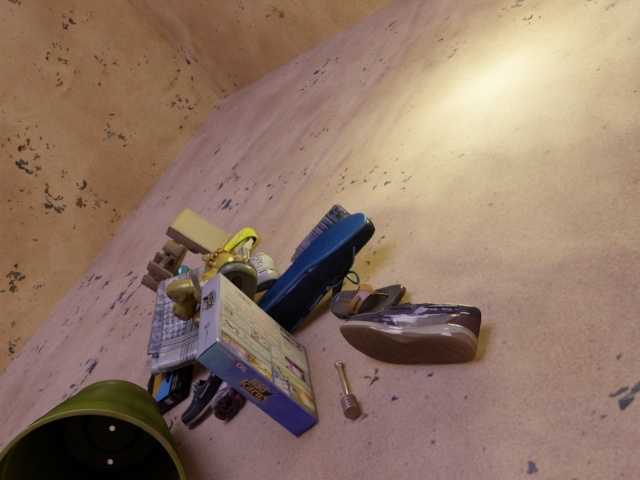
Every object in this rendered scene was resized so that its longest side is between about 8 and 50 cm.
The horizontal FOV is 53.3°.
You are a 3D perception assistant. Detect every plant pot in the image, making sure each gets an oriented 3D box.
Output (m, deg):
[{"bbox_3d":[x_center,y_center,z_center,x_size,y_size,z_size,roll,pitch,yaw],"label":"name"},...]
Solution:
[{"bbox_3d":[-0.464,0.463,1.355,0.366,0.366,0.353,-45,13,-1],"label":"plant pot"}]

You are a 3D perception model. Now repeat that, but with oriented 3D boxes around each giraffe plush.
[{"bbox_3d":[-0.270,0.102,1.602,0.170,0.181,0.210,-60,-10,-45],"label":"giraffe plush"}]

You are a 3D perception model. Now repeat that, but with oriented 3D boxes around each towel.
[{"bbox_3d":[-0.326,0.185,1.712,0.324,0.056,0.312,-22,49,19],"label":"towel"}]

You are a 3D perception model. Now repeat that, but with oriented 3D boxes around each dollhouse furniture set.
[{"bbox_3d":[-0.396,0.042,1.931,0.242,0.161,0.212,-55,5,45],"label":"dollhouse furniture set"}]

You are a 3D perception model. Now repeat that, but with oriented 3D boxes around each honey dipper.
[{"bbox_3d":[0.044,0.275,1.202,0.030,0.030,0.161,-41,22,8],"label":"honey dipper"}]

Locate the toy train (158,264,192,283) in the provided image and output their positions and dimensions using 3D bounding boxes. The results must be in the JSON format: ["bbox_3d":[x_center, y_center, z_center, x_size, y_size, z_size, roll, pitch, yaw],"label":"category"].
[{"bbox_3d":[-0.518,0.138,2.133,0.248,0.143,0.105,-23,32,39],"label":"toy train"}]

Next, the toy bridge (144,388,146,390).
[{"bbox_3d":[-0.478,0.442,1.649,0.063,0.026,0.188,-89,25,-54],"label":"toy bridge"}]

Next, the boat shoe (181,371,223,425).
[{"bbox_3d":[-0.271,0.344,1.505,0.206,0.065,0.075,-50,13,5],"label":"boat shoe"}]

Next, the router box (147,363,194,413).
[{"bbox_3d":[-0.402,0.374,1.705,0.133,0.046,0.179,-36,26,17],"label":"router box"}]

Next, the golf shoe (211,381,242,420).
[{"bbox_3d":[-0.180,0.312,1.438,0.186,0.067,0.086,-46,23,-3],"label":"golf shoe"}]

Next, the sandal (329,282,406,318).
[{"bbox_3d":[0.086,0.120,1.338,0.219,0.060,0.090,-5,46,55],"label":"sandal"}]

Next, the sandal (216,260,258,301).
[{"bbox_3d":[-0.204,0.177,1.463,0.120,0.303,0.086,-2,41,-12],"label":"sandal"}]

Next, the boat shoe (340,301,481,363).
[{"bbox_3d":[0.159,0.156,1.132,0.285,0.103,0.092,-8,38,47],"label":"boat shoe"}]

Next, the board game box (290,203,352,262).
[{"bbox_3d":[0.000,0.000,1.592,0.194,0.060,0.194,-50,-2,6],"label":"board game box"}]

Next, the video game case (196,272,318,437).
[{"bbox_3d":[-0.126,0.220,1.256,0.061,0.269,0.244,-40,25,11],"label":"video game case"}]

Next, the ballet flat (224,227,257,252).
[{"bbox_3d":[-0.282,0.054,1.998,0.231,0.077,0.077,-48,41,-12],"label":"ballet flat"}]

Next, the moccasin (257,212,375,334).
[{"bbox_3d":[0.003,0.078,1.472,0.342,0.117,0.138,-42,20,14],"label":"moccasin"}]

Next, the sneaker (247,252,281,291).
[{"bbox_3d":[-0.154,0.081,1.603,0.094,0.091,0.258,-23,-4,-7],"label":"sneaker"}]
